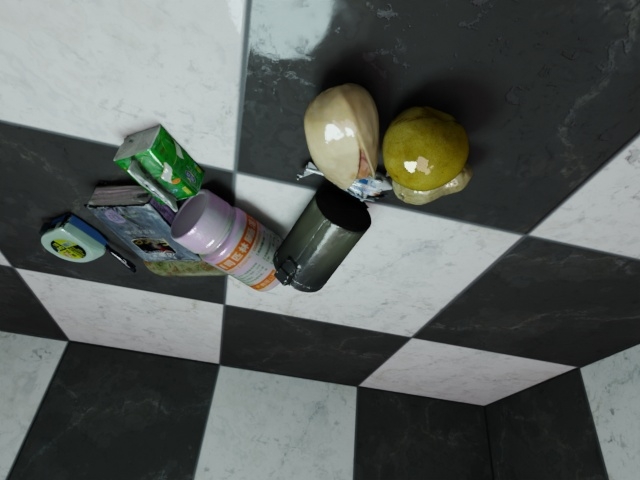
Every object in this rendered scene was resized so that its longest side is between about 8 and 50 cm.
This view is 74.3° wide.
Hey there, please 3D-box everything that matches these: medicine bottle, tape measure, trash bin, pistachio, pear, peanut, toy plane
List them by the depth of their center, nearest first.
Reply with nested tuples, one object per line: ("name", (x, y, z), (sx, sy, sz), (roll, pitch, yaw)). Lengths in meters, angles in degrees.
("pear", (0.253, -0.219, 1.044), (0.209, 0.208, 0.208), (4, 145, 3))
("pistachio", (0.064, -0.253, 1.051), (0.188, 0.187, 0.299), (-3, 144, 14))
("peanut", (0.307, -0.171, 1.182), (0.225, 0.129, 0.129), (-19, 138, 28))
("toy plane", (0.077, -0.187, 1.254), (0.273, 0.107, 0.182), (19, -169, 14))
("trash bin", (0.000, 0.000, 1.351), (0.203, 0.252, 0.301), (46, 126, 14))
("medicine bottle", (-0.295, 0.005, 1.454), (0.219, 0.219, 0.388), (-21, 136, 34))
("tape measure", (-0.928, 0.034, 1.696), (0.216, 0.097, 0.351), (-14, 138, 24))

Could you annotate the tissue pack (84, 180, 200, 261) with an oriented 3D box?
("tissue pack", (-0.598, -0.054, 1.493), (0.260, 0.122, 0.361), (1, 147, 16))

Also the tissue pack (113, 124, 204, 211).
("tissue pack", (-0.477, -0.197, 1.246), (0.148, 0.156, 0.209), (-8, 144, 24))

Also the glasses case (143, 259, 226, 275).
("glasses case", (-0.505, 0.082, 1.700), (0.426, 0.098, 0.156), (-2, 142, 12))
